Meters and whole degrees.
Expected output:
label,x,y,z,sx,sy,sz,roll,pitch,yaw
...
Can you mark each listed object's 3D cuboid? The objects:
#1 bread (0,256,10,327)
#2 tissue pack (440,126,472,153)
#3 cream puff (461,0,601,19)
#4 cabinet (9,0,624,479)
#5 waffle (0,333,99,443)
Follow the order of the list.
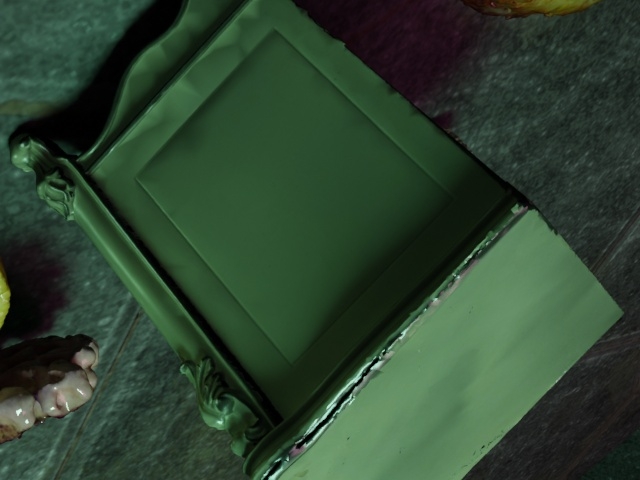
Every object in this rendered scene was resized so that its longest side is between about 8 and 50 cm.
label,x,y,z,sx,sy,sz,roll,pitch,yaw
bread,-0.271,0.022,0.661,0.134,0.129,0.260,-10,140,-56
tissue pack,0.055,0.035,1.124,0.170,0.071,0.325,-25,146,-25
cream puff,0.168,-0.277,0.755,0.240,0.164,0.240,-18,131,-22
cabinet,0.000,0.000,0.762,0.227,0.318,0.290,-48,151,7
waffle,-0.271,0.126,0.772,0.234,0.055,0.221,-24,-171,-14
